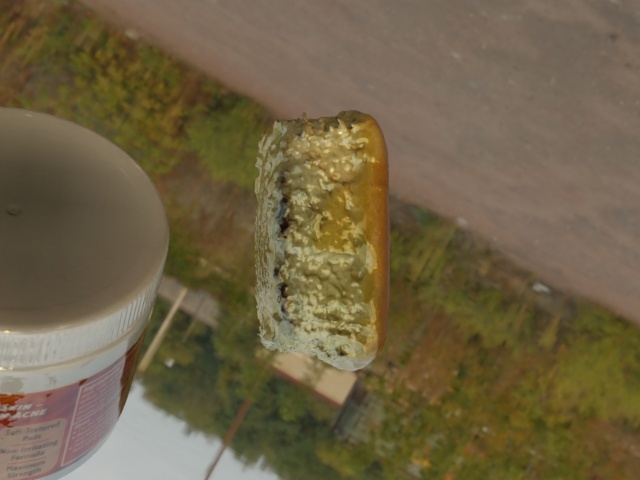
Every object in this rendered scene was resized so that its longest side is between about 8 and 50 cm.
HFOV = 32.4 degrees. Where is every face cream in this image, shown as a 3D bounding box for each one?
[{"bbox_3d":[-0.216,0.042,0.740,0.201,0.201,0.187,29,133,6],"label":"face cream"}]

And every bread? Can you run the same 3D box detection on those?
[{"bbox_3d":[0.000,0.000,1.033,0.121,0.245,0.174,-2,176,-9],"label":"bread"}]
